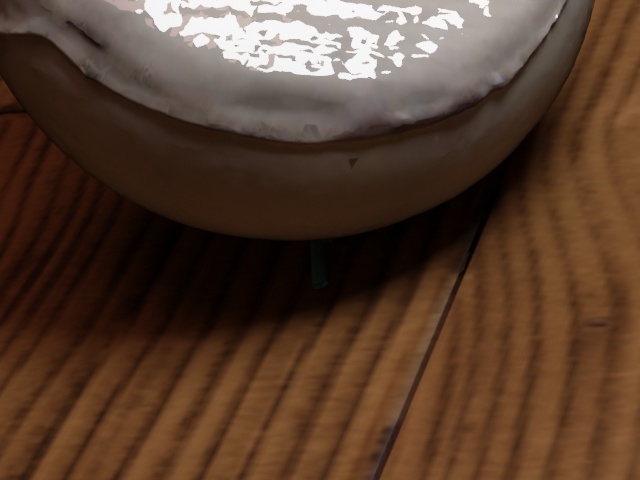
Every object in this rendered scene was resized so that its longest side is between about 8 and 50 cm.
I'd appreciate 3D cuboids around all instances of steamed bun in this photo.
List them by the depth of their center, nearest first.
[{"bbox_3d":[-0.025,-0.165,1.125,0.374,0.241,0.374,2,65,-4],"label":"steamed bun"}]

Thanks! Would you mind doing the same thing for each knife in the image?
[{"bbox_3d":[0.000,0.000,1.133,0.014,0.005,0.091,-15,35,8],"label":"knife"}]
